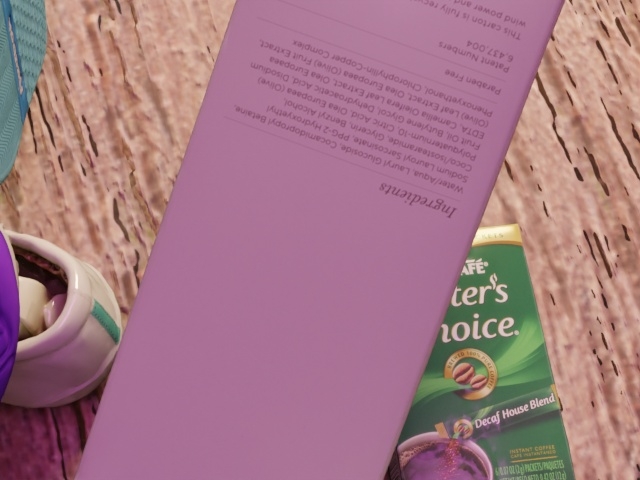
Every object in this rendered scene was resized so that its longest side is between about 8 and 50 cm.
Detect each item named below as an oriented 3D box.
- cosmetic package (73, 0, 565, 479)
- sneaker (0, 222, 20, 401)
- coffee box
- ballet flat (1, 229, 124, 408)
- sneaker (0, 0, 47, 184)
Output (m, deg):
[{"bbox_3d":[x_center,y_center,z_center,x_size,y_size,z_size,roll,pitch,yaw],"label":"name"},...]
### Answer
[{"bbox_3d":[0.000,0.000,0.719,0.155,0.197,0.366,21,98,0],"label":"cosmetic package"},{"bbox_3d":[-0.213,0.125,0.676,0.102,0.146,0.293,11,109,-24],"label":"sneaker"},{"bbox_3d":[0.090,0.081,0.856,0.113,0.040,0.184,-4,65,-8],"label":"coffee box"},{"bbox_3d":[-0.314,0.012,0.787,0.400,0.139,0.139,10,68,-4],"label":"ballet flat"},{"bbox_3d":[-0.284,-0.108,0.788,0.208,0.319,0.127,-3,114,-2],"label":"sneaker"}]
